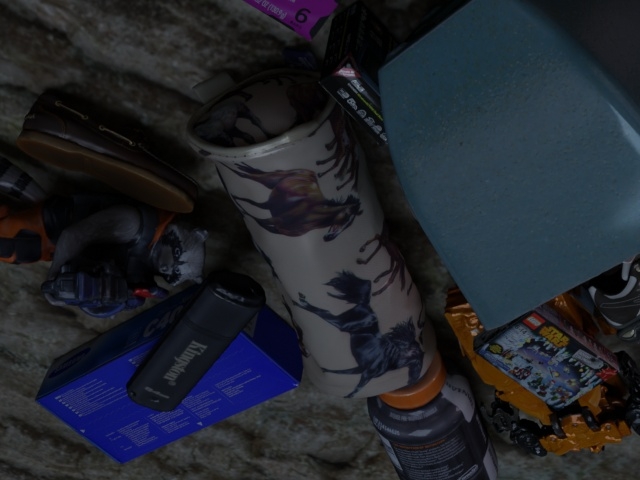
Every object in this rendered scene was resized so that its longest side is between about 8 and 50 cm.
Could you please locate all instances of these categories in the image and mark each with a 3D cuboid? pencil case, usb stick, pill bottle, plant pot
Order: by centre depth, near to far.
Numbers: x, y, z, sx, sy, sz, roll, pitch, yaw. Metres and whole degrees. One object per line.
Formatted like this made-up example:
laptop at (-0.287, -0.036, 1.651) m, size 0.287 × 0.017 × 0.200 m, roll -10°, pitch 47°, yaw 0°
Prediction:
plant pot at (0.196, -0.119, 1.071) m, size 0.247 × 0.247 × 0.252 m, roll -34°, pitch 102°, yaw 36°
pencil case at (0.000, 0.000, 1.283) m, size 0.159 × 0.183 × 0.410 m, roll -29°, pitch 129°, yaw -6°
usb stick at (-0.152, 0.124, 1.399) m, size 0.077 × 0.045 × 0.278 m, roll 18°, pitch 138°, yaw -22°
pill bottle at (0.135, 0.225, 1.469) m, size 0.130 × 0.130 × 0.246 m, roll -6°, pitch 137°, yaw 18°

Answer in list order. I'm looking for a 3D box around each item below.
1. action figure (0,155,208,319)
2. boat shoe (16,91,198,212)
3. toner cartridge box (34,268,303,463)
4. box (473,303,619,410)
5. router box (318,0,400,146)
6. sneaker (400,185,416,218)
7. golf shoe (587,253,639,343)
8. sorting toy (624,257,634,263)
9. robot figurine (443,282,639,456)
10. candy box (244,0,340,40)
action figure at (-0.283, -0.012, 1.311) m, size 0.330 × 0.179 × 0.341 m, roll 11°, pitch 175°, yaw -6°
boat shoe at (-0.225, -0.099, 1.299) m, size 0.207 × 0.073 × 0.073 m, roll 25°, pitch 155°, yaw -9°
toner cartridge box at (-0.198, 0.174, 1.552) m, size 0.347 × 0.075 × 0.165 m, roll -27°, pitch 121°, yaw 33°
box at (0.251, 0.127, 1.315) m, size 0.137 × 0.027 × 0.094 m, roll 34°, pitch 125°, yaw -20°
router box at (0.048, -0.162, 1.139) m, size 0.038 × 0.122 × 0.092 m, roll -30°, pitch 120°, yaw 29°
sneaker at (0.112, -0.063, 1.239) m, size 0.080 × 0.094 × 0.212 m, roll -6°, pitch 132°, yaw 16°
golf shoe at (0.378, 0.030, 1.278) m, size 0.094 × 0.077 × 0.198 m, roll 43°, pitch 119°, yaw -10°
sorting toy at (0.307, 0.003, 1.268) m, size 0.083 × 0.075 × 0.045 m, roll -13°, pitch 129°, yaw 24°
robot figurine at (0.276, 0.148, 1.407) m, size 0.211 × 0.085 × 0.291 m, roll -17°, pitch 126°, yaw 27°
candy box at (-0.012, -0.310, 1.049) m, size 0.159 × 0.071 × 0.233 m, roll 29°, pitch 132°, yaw -13°
